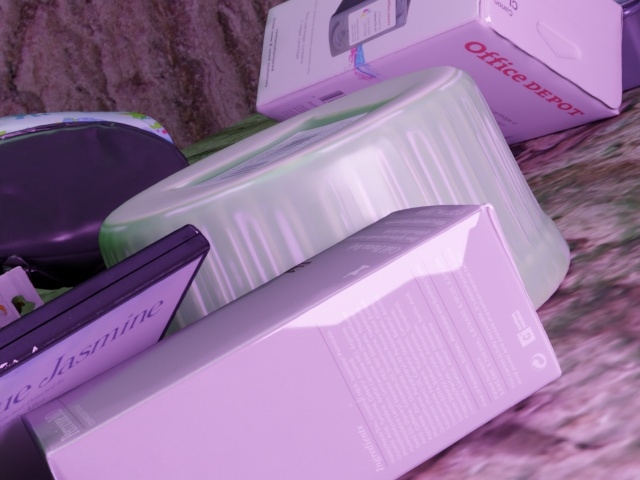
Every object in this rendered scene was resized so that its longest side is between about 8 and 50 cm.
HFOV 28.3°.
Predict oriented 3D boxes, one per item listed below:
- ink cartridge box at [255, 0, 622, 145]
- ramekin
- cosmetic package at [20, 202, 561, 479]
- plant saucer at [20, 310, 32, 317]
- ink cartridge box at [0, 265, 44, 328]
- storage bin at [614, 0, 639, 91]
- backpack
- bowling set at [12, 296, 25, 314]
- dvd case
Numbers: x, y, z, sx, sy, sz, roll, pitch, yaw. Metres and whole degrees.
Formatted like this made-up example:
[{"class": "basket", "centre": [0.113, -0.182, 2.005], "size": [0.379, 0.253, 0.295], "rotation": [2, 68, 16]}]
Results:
[{"class": "ink cartridge box", "centre": [0.118, -0.184, 1.287], "size": [0.226, 0.131, 0.306], "rotation": [24, -27, -39]}, {"class": "ramekin", "centre": [0.000, 0.000, 0.856], "size": [0.303, 0.148, 0.303], "rotation": [-23, 10, 4]}, {"class": "cosmetic package", "centre": [-0.018, 0.078, 0.629], "size": [0.238, 0.107, 0.127], "rotation": [-26, 8, -18]}, {"class": "plant saucer", "centre": [-0.361, 0.113, 1.463], "size": [0.119, 0.021, 0.119], "rotation": [-24, 10, 4]}, {"class": "ink cartridge box", "centre": [-0.381, 0.088, 1.336], "size": [0.179, 0.045, 0.145], "rotation": [-28, -32, -9]}, {"class": "storage bin", "centre": [0.303, -0.205, 1.368], "size": [0.135, 0.091, 0.098], "rotation": [-15, 13, 37]}, {"class": "backpack", "centre": [-0.298, -0.045, 1.504], "size": [0.290, 0.273, 0.355], "rotation": [-7, -15, -8]}, {"class": "bowling set", "centre": [-0.543, 0.121, 1.605], "size": [0.287, 0.154, 0.200], "rotation": [-17, 31, 29]}, {"class": "dvd case", "centre": [-0.165, 0.105, 0.712], "size": [0.180, 0.022, 0.253], "rotation": [-32, -18, -41]}]
